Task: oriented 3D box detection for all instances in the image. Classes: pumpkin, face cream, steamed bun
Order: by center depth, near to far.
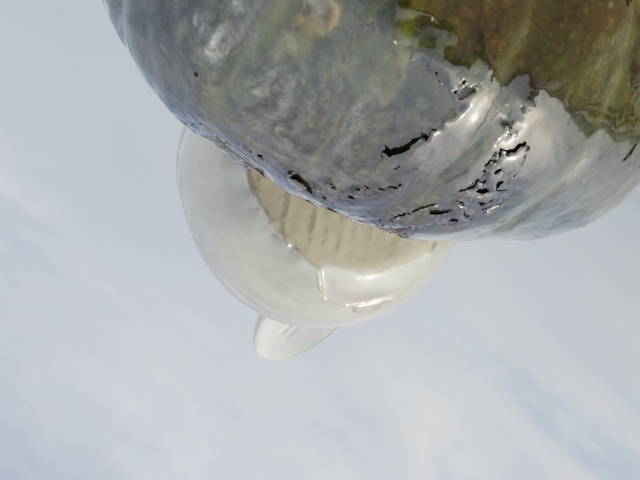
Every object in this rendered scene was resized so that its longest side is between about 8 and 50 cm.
[{"bbox_3d":[0.050,-0.136,0.574,0.320,0.192,0.320,26,-141,-24],"label":"pumpkin"},{"bbox_3d":[-0.009,-0.052,1.186,0.309,0.309,0.309,32,-169,-7],"label":"steamed bun"},{"bbox_3d":[0.000,0.000,1.475,0.081,0.173,0.348,39,-152,-16],"label":"face cream"}]
